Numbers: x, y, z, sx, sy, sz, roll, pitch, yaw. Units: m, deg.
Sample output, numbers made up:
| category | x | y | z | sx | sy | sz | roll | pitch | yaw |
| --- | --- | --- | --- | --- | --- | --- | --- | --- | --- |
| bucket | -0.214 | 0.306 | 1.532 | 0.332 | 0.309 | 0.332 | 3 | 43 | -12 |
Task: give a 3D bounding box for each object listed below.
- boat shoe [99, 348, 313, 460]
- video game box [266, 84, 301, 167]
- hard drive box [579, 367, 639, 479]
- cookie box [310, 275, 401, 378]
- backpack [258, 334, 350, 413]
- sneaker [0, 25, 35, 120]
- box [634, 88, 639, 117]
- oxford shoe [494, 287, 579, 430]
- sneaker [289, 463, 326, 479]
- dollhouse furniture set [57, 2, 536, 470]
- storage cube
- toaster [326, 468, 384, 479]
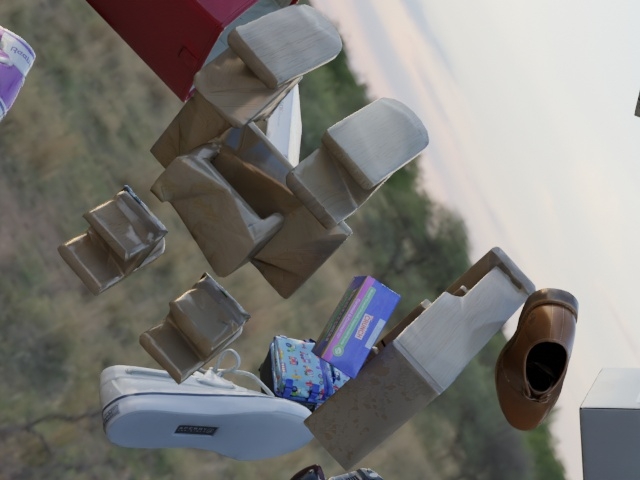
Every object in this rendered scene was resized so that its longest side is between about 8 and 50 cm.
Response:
| category | x | y | z | sx | sy | sz | roll | pitch | yaw |
| --- | --- | --- | --- | --- | --- | --- | --- | --- | --- |
| boat shoe | -0.179 | 0.243 | 2.050 | 0.367 | 0.136 | 0.156 | 8 | 43 | -31 |
| video game box | -0.065 | -0.179 | 2.360 | 0.187 | 0.048 | 0.205 | 81 | 11 | -57 |
| hard drive box | 0.401 | 0.301 | 1.725 | 0.181 | 0.089 | 0.232 | -30 | 116 | -66 |
| cookie box | 0.033 | 0.081 | 1.276 | 0.040 | 0.092 | 0.107 | 31 | -5 | -4 |
| backpack | -0.013 | 0.255 | 2.314 | 0.158 | 0.173 | 0.117 | -95 | -156 | -50 |
| sneaker | -0.492 | -0.212 | 1.755 | 0.102 | 0.282 | 0.161 | 59 | 44 | -42 |
| box | 0.705 | -0.228 | 2.329 | 0.275 | 0.113 | 0.094 | 28 | -53 | 32 |
| oxford shoe | 0.224 | 0.145 | 1.396 | 0.212 | 0.076 | 0.076 | 92 | 7 | -48 |
| sneaker | 0.018 | 0.288 | 1.148 | 0.281 | 0.106 | 0.163 | 13 | -66 | 43 |
| dollhouse furniture set | 0.000 | 0.000 | 1.402 | 0.394 | 0.362 | 0.256 | 48 | 36 | 5 |
| storage cube | -0.133 | -0.300 | 1.411 | 0.193 | 0.183 | 0.215 | 46 | -25 | -1 |
| toaster | 0.088 | 0.531 | 2.384 | 0.227 | 0.129 | 0.146 | 41 | -47 | 45 |
